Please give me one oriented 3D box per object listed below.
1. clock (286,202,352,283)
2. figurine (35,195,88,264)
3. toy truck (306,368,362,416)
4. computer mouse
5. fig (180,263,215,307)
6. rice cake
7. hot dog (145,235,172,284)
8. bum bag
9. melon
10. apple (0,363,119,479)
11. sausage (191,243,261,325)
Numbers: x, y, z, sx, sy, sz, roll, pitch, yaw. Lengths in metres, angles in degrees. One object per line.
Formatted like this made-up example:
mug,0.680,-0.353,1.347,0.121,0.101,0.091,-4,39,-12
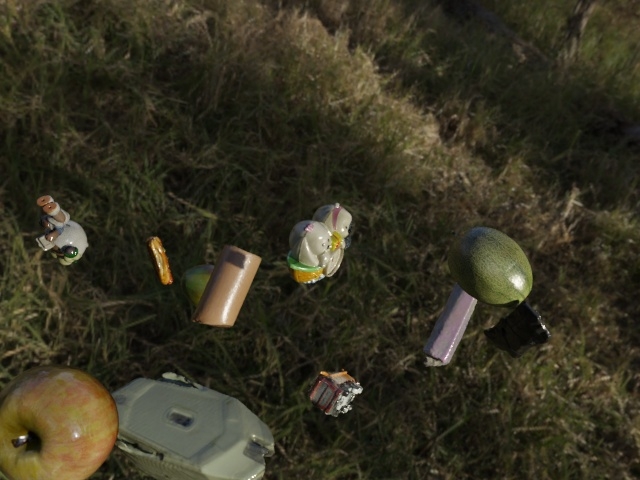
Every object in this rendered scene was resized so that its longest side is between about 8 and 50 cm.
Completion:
clock,0.000,0.000,1.301,0.103,0.144,0.231,25,35,18
figurine,-0.594,-0.018,1.352,0.093,0.197,0.147,-40,64,-15
toy truck,0.052,0.519,2.064,0.135,0.114,0.270,31,3,21
computer mouse,-0.322,0.470,1.431,0.428,0.146,0.228,17,37,10
fig,-0.451,0.179,2.323,0.190,0.181,0.181,21,27,-5
rice cake,0.367,0.144,1.519,0.070,0.399,0.064,22,-15,28
hot dog,-0.414,0.053,1.544,0.038,0.144,0.062,-27,34,-28
bum bag,0.395,0.182,1.187,0.049,0.198,0.087,-33,74,-22
melon,0.329,0.047,1.180,0.192,0.139,0.139,44,34,15
apple,-0.545,0.383,1.248,0.256,0.257,0.234,28,8,15
sausage,-0.276,0.143,1.764,0.123,0.253,0.123,21,-13,5
